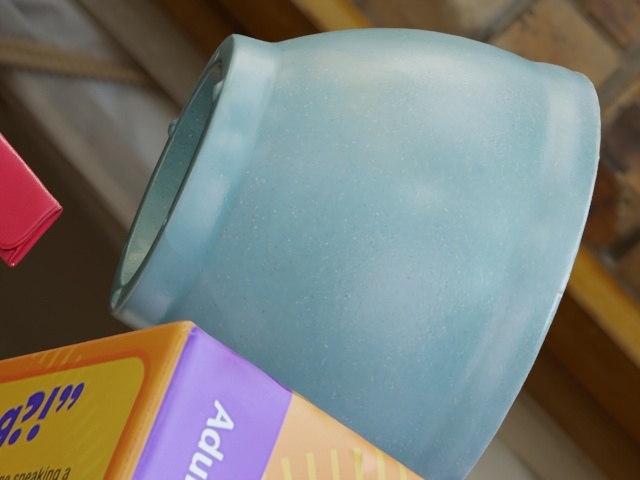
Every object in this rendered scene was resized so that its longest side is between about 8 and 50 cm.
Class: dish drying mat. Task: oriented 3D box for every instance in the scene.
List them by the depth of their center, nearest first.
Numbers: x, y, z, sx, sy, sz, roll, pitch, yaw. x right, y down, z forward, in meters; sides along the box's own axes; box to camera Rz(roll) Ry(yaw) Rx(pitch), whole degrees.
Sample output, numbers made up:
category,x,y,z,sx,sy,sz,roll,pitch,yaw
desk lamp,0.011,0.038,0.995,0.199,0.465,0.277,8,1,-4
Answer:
category,x,y,z,sx,sy,sz,roll,pitch,yaw
dish drying mat,-0.134,-0.025,0.767,0.032,0.083,0.008,-48,143,6

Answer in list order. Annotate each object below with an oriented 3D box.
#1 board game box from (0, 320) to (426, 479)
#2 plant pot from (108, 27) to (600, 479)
category,x,y,z,sx,sy,sz,roll,pitch,yaw
board game box,-0.089,0.290,0.785,0.356,0.356,0.356,-14,-132,49
plant pot,0.000,0.000,1.088,0.293,0.196,0.293,-157,-90,-79
